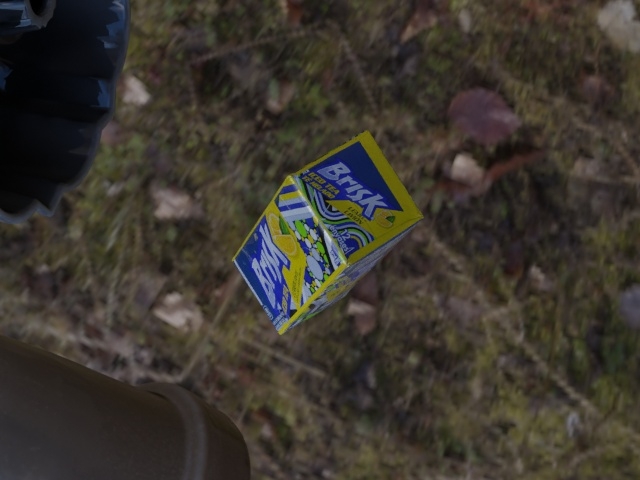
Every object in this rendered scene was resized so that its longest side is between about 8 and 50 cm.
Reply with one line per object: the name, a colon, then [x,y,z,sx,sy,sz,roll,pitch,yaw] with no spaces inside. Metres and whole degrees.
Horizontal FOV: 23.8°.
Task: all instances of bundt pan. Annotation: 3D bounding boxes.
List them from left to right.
bundt pan: [-0.251,-0.179,1.070,0.124,0.331,0.331,5,124,15]

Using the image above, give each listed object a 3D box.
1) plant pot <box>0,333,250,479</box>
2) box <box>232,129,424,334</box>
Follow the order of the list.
plant pot: [-0.221,0.187,1.176,0.263,0.263,0.229,-26,127,30]
box: [0.000,0.000,0.859,0.059,0.054,0.169,57,159,7]
